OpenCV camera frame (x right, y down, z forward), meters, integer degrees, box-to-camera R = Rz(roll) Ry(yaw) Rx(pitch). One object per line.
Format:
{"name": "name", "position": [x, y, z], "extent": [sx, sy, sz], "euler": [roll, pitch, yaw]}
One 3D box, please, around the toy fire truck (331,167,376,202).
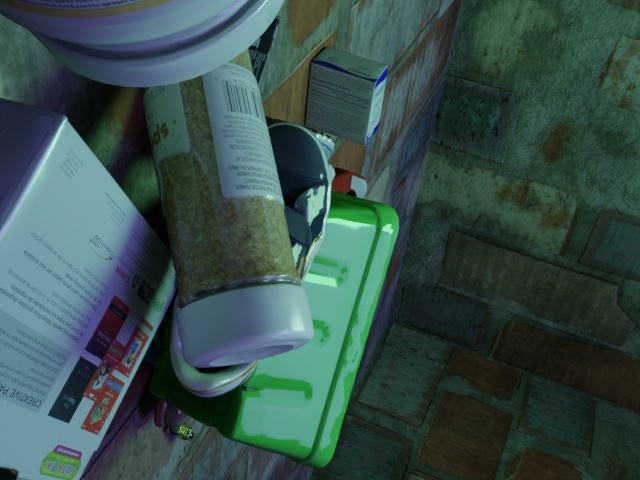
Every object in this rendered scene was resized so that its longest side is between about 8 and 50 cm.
{"name": "toy fire truck", "position": [0.000, 0.000, 1.537], "extent": [0.254, 0.169, 0.302], "euler": [12, 97, -58]}

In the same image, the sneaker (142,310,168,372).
{"name": "sneaker", "position": [-0.231, 0.138, 1.019], "extent": [0.144, 0.053, 0.059], "euler": [86, 27, -42]}

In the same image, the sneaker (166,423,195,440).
{"name": "sneaker", "position": [-0.233, 0.317, 1.288], "extent": [0.083, 0.035, 0.031], "euler": [75, 36, -67]}

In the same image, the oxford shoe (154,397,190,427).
{"name": "oxford shoe", "position": [-0.144, 0.179, 1.240], "extent": [0.348, 0.130, 0.123], "euler": [-54, 160, -48]}

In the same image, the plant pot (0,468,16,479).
{"name": "plant pot", "position": [-0.321, 0.349, 0.721], "extent": [0.187, 0.167, 0.188], "euler": [31, 80, -76]}

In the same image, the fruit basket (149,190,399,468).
{"name": "fruit basket", "position": [-0.034, 0.104, 1.096], "extent": [0.392, 0.283, 0.392], "euler": [-22, 120, -44]}

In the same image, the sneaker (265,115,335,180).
{"name": "sneaker", "position": [-0.052, -0.095, 1.226], "extent": [0.330, 0.130, 0.147], "euler": [57, 52, -73]}

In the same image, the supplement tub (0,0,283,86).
{"name": "supplement tub", "position": [-0.136, -0.265, 0.424], "extent": [0.331, 0.241, 0.241], "euler": [78, 34, -66]}

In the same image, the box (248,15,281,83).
{"name": "box", "position": [-0.107, -0.174, 0.917], "extent": [0.184, 0.045, 0.190], "euler": [-145, -106, -73]}

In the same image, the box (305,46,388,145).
{"name": "box", "position": [0.046, -0.260, 1.376], "extent": [0.072, 0.126, 0.137], "euler": [-55, 160, -44]}

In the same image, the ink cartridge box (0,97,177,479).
{"name": "ink cartridge box", "position": [-0.262, 0.070, 0.628], "extent": [0.309, 0.130, 0.272], "euler": [75, 35, -66]}

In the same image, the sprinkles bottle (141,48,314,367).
{"name": "sprinkles bottle", "position": [-0.099, -0.063, 0.735], "extent": [0.121, 0.121, 0.355], "euler": [55, 21, -73]}

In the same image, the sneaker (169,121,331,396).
{"name": "sneaker", "position": [-0.072, 0.021, 0.832], "extent": [0.127, 0.126, 0.321], "euler": [21, 87, -88]}
